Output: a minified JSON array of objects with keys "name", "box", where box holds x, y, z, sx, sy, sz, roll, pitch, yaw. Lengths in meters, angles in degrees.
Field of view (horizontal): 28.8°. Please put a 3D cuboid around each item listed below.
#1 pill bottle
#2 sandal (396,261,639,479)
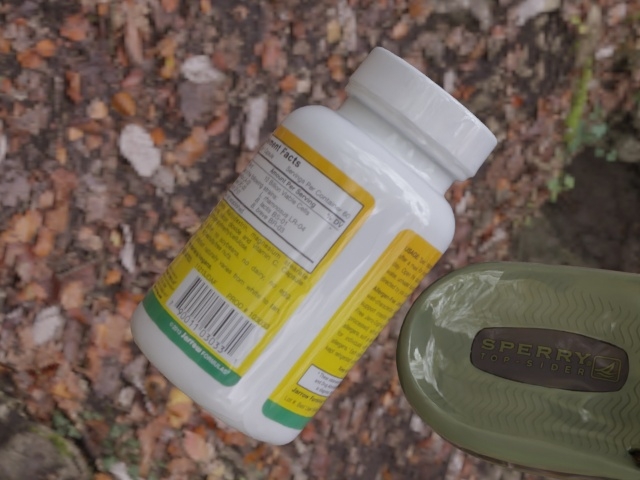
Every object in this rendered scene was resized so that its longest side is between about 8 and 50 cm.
[{"name":"pill bottle","box":[0.000,0.000,0.694,0.208,0.117,0.117,-52,132,3]},{"name":"sandal","box":[0.169,0.050,0.492,0.086,0.302,0.120,63,34,-51]}]
